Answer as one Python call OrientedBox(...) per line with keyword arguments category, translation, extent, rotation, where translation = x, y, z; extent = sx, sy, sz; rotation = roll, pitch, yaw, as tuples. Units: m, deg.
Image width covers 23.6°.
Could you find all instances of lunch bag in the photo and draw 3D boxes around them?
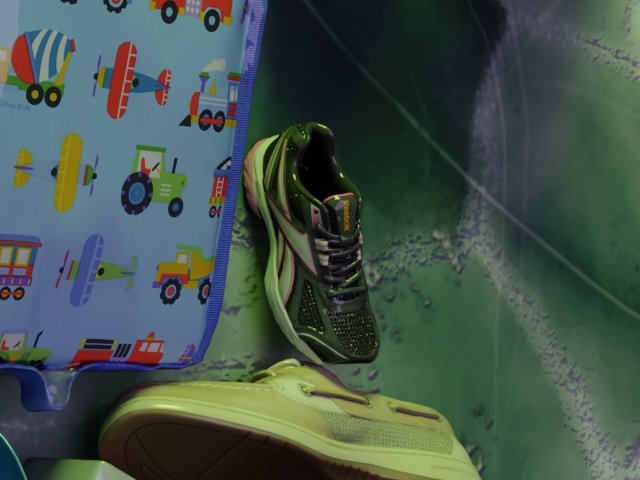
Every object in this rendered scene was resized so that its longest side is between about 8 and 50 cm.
OrientedBox(category="lunch bag", translation=(-0.151, -0.045, 0.910), extent=(0.221, 0.138, 0.293), rotation=(5, 84, -48))

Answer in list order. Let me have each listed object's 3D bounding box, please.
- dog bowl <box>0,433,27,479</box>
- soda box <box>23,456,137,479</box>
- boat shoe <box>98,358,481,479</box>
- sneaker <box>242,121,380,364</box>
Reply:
OrientedBox(category="dog bowl", translation=(-0.217, 0.231, 0.804), extent=(0.166, 0.074, 0.297), rotation=(-12, 65, -5))
OrientedBox(category="soda box", translation=(-0.178, 0.272, 0.895), extent=(0.091, 0.098, 0.286), rotation=(38, 64, -30))
OrientedBox(category="boat shoe", translation=(-0.019, 0.137, 1.045), extent=(0.302, 0.109, 0.098), rotation=(16, 40, -33))
OrientedBox(category="sneaker", translation=(0.000, 0.000, 1.051), extent=(0.072, 0.077, 0.178), rotation=(-15, 78, -35))
